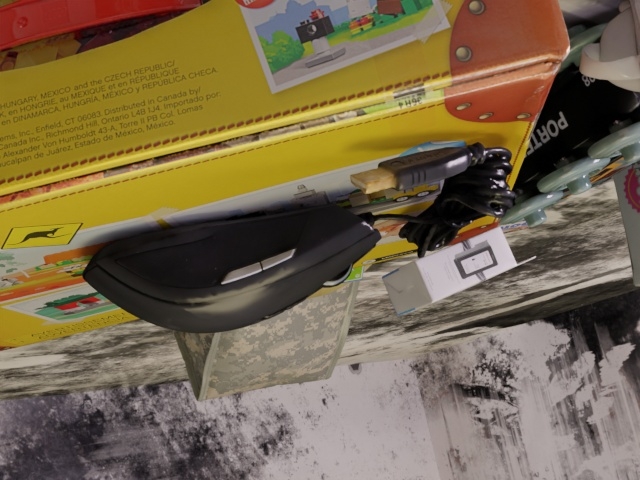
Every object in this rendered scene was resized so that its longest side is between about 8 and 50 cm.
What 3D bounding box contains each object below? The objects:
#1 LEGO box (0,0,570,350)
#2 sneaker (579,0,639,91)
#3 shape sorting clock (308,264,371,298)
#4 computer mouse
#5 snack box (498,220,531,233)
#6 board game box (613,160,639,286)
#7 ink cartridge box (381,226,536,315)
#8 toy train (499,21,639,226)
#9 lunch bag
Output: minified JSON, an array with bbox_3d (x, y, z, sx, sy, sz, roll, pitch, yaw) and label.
[{"bbox_3d":[-0.121,-0.077,0.647,0.500,0.193,0.372,-13,166,2],"label":"LEGO box"},{"bbox_3d":[0.367,-0.194,0.715,0.365,0.137,0.210,-30,-158,-35],"label":"sneaker"},{"bbox_3d":[0.000,0.000,1.233,0.206,0.040,0.206,-13,135,-13],"label":"shape sorting clock"},{"bbox_3d":[-0.007,0.008,0.552,0.262,0.060,0.184,-9,167,-16],"label":"computer mouse"},{"bbox_3d":[0.280,-0.022,1.572,0.178,0.022,0.064,-11,165,-4],"label":"snack box"},{"bbox_3d":[0.492,-0.060,1.177,0.303,0.224,0.097,0,166,-43],"label":"board game box"},{"bbox_3d":[0.086,0.017,0.574,0.083,0.028,0.048,-20,174,-25],"label":"ink cartridge box"},{"bbox_3d":[0.285,-0.126,0.957,0.190,0.142,0.334,-19,168,-25],"label":"toy train"},{"bbox_3d":[-0.079,0.088,1.384,0.235,0.169,0.287,-6,139,-25],"label":"lunch bag"}]
